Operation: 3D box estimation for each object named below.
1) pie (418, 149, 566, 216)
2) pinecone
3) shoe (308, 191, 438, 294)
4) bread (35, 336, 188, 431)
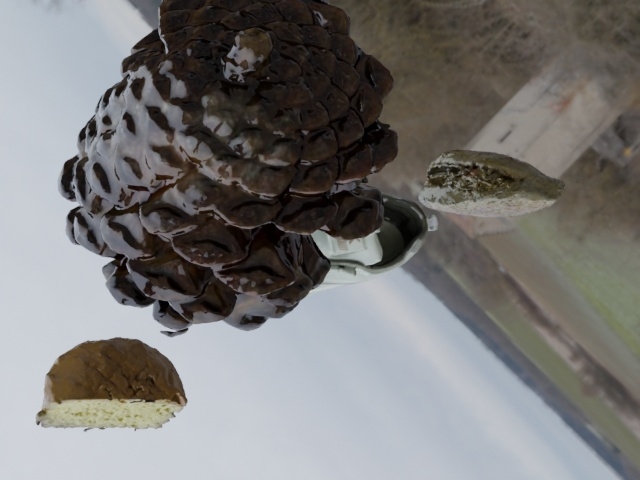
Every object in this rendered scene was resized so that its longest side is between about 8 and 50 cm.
[{"bbox_3d":[0.212,-0.064,1.175,0.163,0.079,0.193,15,172,-37],"label":"pie"},{"bbox_3d":[-0.078,-0.060,0.823,0.242,0.296,0.298,15,-131,-35],"label":"pinecone"},{"bbox_3d":[0.000,0.000,1.062,0.159,0.316,0.124,-19,82,55],"label":"shoe"},{"bbox_3d":[-0.345,0.234,1.538,0.229,0.143,0.139,8,-133,-31],"label":"bread"}]
